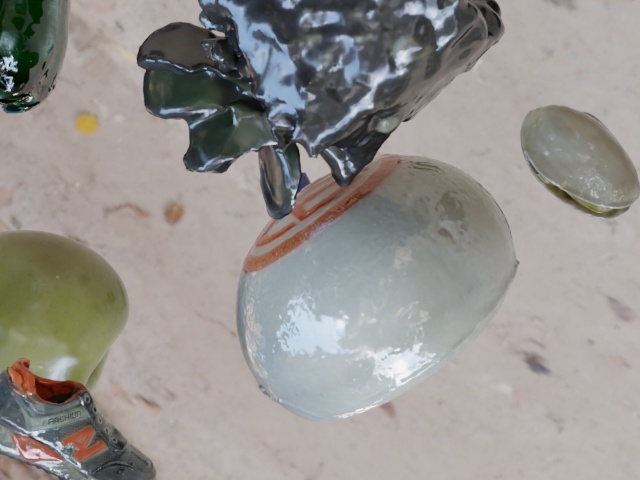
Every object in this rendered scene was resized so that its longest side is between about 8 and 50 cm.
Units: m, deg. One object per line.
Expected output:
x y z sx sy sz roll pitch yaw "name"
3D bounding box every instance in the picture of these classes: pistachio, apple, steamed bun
0.415 -0.130 1.827 0.223 0.152 0.126 42 157 11 "pistachio"
-0.389 0.117 1.521 0.262 0.262 0.262 26 145 20 "apple"
0.035 0.024 1.054 0.177 0.283 0.283 54 145 -11 "steamed bun"

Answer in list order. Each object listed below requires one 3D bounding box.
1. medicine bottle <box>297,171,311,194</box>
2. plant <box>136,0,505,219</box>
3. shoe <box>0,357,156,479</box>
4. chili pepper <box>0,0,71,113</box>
0.000 0.000 1.908 0.059 0.059 0.230 -31 83 56 "medicine bottle"
-0.010 -0.148 0.882 0.276 0.188 0.199 -35 85 26 "plant"
-0.219 0.171 1.025 0.194 0.077 0.074 32 -171 -29 "shoe"
-0.356 -0.260 1.089 0.233 0.256 0.248 9 -178 23 "chili pepper"
